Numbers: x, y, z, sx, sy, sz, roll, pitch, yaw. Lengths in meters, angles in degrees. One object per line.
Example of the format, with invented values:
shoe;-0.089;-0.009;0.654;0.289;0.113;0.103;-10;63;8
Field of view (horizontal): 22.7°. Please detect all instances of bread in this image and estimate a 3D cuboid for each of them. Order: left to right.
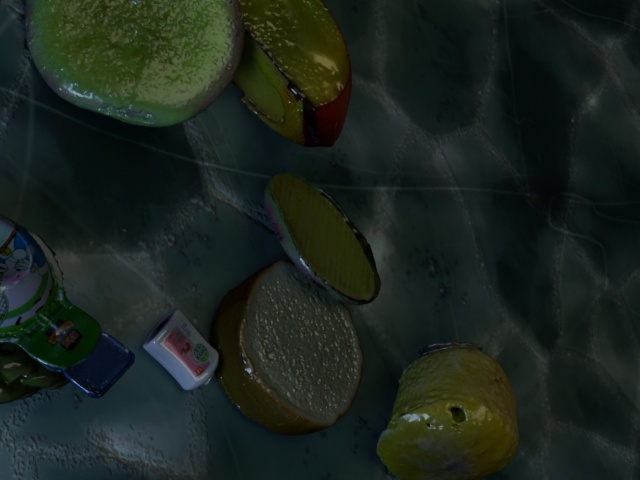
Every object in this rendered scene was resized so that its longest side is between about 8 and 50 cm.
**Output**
bread;-0.241;-0.296;2.111;0.301;0.045;0.301;3;77;-15
bread;-0.044;0.147;2.158;0.236;0.070;0.236;18;61;-36
bread;0.000;0.000;2.233;0.228;0.033;0.228;40;27;-25
bread;0.181;0.253;2.244;0.197;0.197;0.170;34;40;-26

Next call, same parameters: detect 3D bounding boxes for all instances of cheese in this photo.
cheese;-0.360;0.063;1.864;0.320;0.083;0.204;37;39;3

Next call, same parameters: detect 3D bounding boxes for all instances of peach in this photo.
peach;-0.041;-0.256;2.258;0.154;0.159;0.267;-40;87;-24

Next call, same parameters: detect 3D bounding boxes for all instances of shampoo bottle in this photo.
shampoo bottle;-0.175;0.147;2.062;0.099;0.043;0.072;49;49;-14

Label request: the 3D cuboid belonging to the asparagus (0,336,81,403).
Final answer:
asparagus;-0.368;0.155;1.874;0.287;0.080;0.080;-14;82;-38
